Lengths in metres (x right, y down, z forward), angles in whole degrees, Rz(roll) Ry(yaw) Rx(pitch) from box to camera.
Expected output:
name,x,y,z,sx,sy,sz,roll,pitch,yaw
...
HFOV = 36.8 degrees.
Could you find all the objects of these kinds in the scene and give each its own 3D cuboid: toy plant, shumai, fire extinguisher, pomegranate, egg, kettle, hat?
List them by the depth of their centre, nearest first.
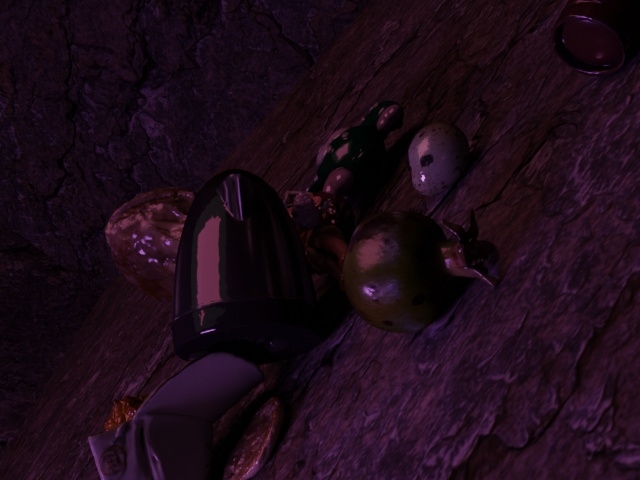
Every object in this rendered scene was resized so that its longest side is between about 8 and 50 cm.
name,x,y,z,sx,sy,sz,roll,pitch,yaw
pomegranate,0.104,0.024,1.088,0.169,0.148,0.148,-36,20,28
fire extinguisher,0.390,-0.364,1.179,0.341,0.105,0.141,-59,-16,-24
egg,0.162,-0.113,1.341,0.110,0.085,0.085,-65,16,-9
hat,-0.186,0.295,1.344,0.301,0.168,0.258,-38,-10,-18
kettle,-0.104,0.030,1.386,0.207,0.251,0.271,-17,67,24
toy plant,0.053,-0.141,1.694,0.232,0.113,0.243,-57,9,-26
shumai,-0.290,0.038,2.035,0.267,0.314,0.262,-65,28,10

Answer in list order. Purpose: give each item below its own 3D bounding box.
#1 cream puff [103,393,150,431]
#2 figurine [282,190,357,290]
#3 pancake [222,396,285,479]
name,x,y,z,sx,sy,sz,roll,pitch,yaw
cream puff,-0.338,0.328,1.761,0.116,0.122,0.094,90,166,-58
figurine,0.000,-0.001,1.491,0.240,0.116,0.174,-105,20,-65
pancake,-0.091,0.274,1.294,0.139,0.022,0.139,-51,15,20
